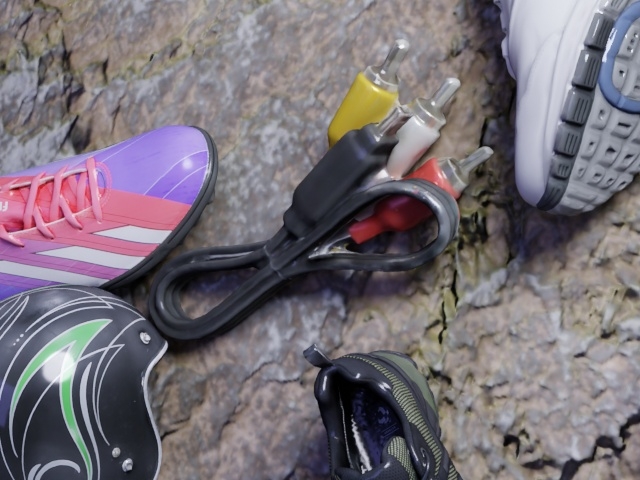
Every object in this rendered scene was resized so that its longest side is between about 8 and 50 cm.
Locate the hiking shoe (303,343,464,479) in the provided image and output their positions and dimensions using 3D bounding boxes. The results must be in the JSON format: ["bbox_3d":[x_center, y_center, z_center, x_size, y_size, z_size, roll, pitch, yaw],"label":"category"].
[{"bbox_3d":[0.053,0.166,0.684,0.086,0.114,0.227,-40,63,18],"label":"hiking shoe"}]

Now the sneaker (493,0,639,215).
[{"bbox_3d":[0.161,-0.159,0.710,0.129,0.111,0.297,2,77,47],"label":"sneaker"}]

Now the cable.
[{"bbox_3d":[0.000,0.000,0.799,0.287,0.072,0.139,-44,71,30],"label":"cable"}]

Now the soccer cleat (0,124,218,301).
[{"bbox_3d":[-0.223,-0.011,0.871,0.318,0.116,0.108,-24,54,25],"label":"soccer cleat"}]

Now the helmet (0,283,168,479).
[{"bbox_3d":[-0.191,0.112,0.807,0.169,0.169,0.161,-7,84,29],"label":"helmet"}]
